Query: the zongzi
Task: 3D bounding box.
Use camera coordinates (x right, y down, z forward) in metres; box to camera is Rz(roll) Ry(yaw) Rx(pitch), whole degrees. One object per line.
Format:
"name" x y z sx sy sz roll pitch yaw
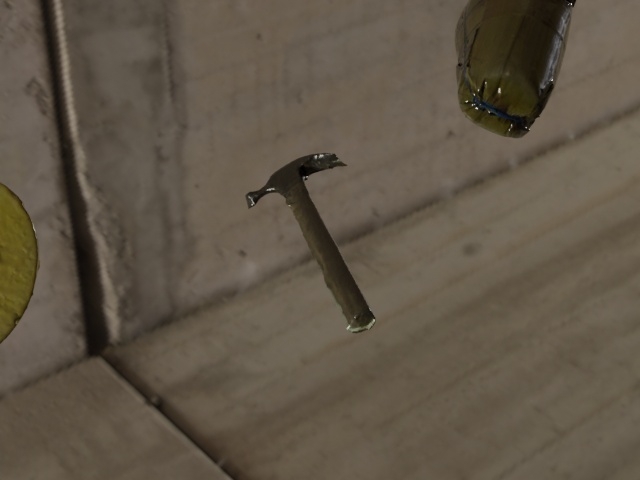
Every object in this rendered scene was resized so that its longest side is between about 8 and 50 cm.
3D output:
"zongzi" 0.205 -0.197 1.573 0.289 0.123 0.260 124 166 -60

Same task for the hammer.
"hammer" 0.000 0.001 1.367 0.125 0.297 0.027 -33 -53 6

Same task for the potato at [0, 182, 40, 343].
"potato" -0.404 0.031 1.473 0.178 0.158 0.203 -8 -90 -5
